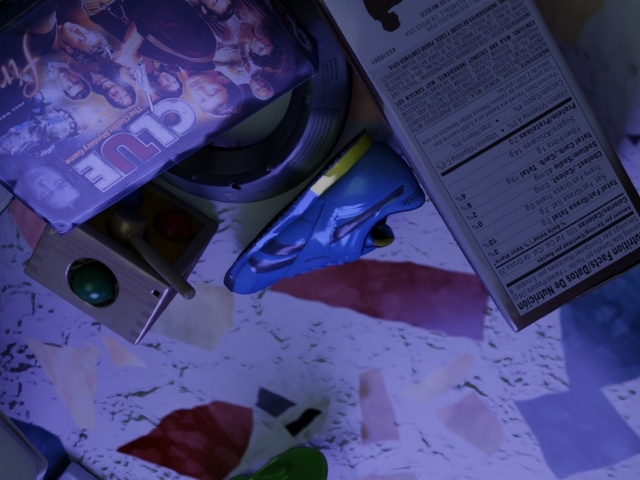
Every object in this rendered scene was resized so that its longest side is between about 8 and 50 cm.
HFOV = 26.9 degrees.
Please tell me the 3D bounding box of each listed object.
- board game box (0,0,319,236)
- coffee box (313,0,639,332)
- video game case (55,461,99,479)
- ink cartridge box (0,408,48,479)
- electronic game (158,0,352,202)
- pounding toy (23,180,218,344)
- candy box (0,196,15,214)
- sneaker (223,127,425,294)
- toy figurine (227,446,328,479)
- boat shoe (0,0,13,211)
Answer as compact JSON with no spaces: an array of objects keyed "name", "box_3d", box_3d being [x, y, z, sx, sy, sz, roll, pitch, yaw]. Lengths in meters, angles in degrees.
[{"name":"board game box","box_3d":[-0.145,-0.120,0.942,0.243,0.042,0.165,-31,127,19]},{"name":"coffee box","box_3d":[0.096,-0.107,0.904,0.119,0.168,0.297,-31,106,4]},{"name":"video game case","box_3d":[-0.217,0.330,1.348,0.190,0.022,0.173,38,122,-5]},{"name":"ink cartridge box","box_3d":[-0.398,0.277,1.139,0.160,0.279,0.384,45,150,7]},{"name":"electronic game","box_3d":[-0.082,-0.137,1.033,0.229,0.048,0.229,11,117,22]},{"name":"pounding toy","box_3d":[-0.151,0.009,1.080,0.130,0.141,0.100,33,122,-1]},{"name":"candy box","box_3d":[-0.454,-0.012,1.083,0.268,0.122,0.317,40,79,-4]},{"name":"sneaker","box_3d":[0.000,0.000,1.056,0.082,0.069,0.209,43,130,-6]},{"name":"toy figurine","box_3d":[-0.011,0.289,1.215,0.173,0.130,0.159,-16,122,49]},{"name":"boat shoe","box_3d":[-0.258,-0.115,1.021,0.079,0.084,0.233,34,114,43]}]
